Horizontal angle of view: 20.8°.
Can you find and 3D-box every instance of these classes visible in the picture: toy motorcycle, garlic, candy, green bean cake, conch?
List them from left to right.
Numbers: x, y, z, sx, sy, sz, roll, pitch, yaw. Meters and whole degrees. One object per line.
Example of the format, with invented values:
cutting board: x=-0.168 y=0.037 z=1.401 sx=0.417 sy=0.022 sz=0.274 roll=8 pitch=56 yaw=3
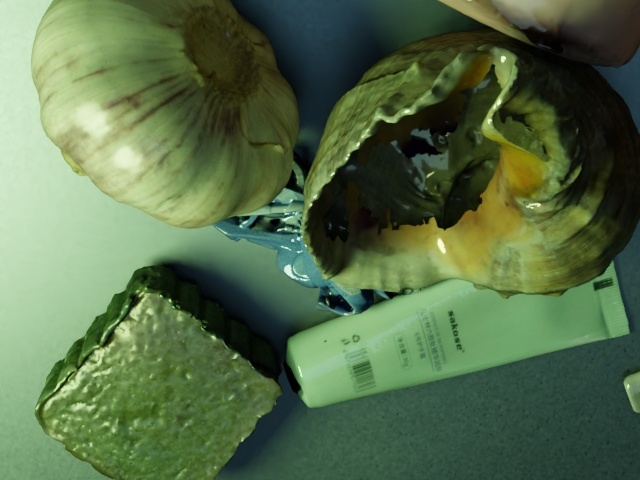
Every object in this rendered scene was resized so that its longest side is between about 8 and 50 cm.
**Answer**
garlic: x=-0.156 y=-0.109 z=1.486 sx=0.245 sy=0.245 sz=0.253 roll=48 pitch=135 yaw=-14
green bean cake: x=-0.147 y=0.133 z=1.611 sx=0.173 sy=0.094 sz=0.181 roll=37 pitch=105 yaw=-12
toy motorcycle: x=0.000 y=0.000 z=1.578 sx=0.205 sy=0.076 sz=0.114 roll=35 pitch=113 yaw=-10
conch: x=0.114 y=-0.081 z=1.448 sx=0.297 sy=0.210 sz=0.352 roll=-21 pitch=142 yaw=1
candy: x=0.159 y=-0.223 z=1.397 sx=0.255 sy=0.255 sz=0.094 roll=24 pitch=105 yaw=-7

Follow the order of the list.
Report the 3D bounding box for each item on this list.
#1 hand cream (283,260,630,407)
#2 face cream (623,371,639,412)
hand cream: x=0.123 y=0.083 z=1.614 sx=0.320 sy=0.067 sz=0.109 roll=-16 pitch=109 yaw=1
face cream: x=0.329 y=0.133 z=1.641 sx=0.083 sy=0.021 sz=0.040 roll=-20 pitch=108 yaw=8
